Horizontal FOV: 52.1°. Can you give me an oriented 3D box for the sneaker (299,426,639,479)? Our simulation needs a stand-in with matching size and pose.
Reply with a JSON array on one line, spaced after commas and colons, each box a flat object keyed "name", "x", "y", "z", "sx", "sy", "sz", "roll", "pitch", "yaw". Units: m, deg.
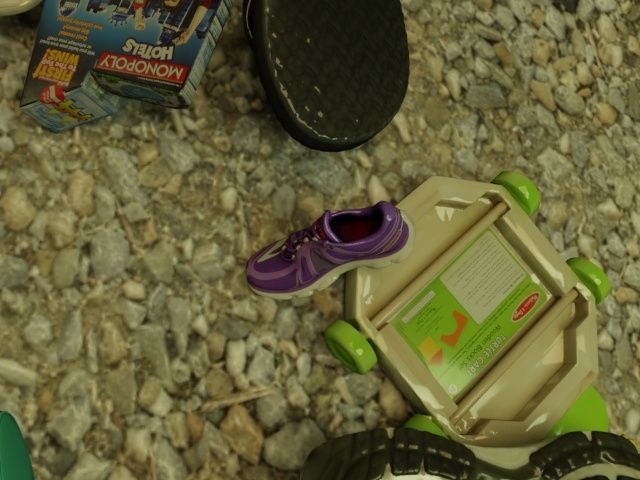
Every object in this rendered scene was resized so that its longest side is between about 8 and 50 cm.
[{"name": "sneaker", "x": 0.158, "y": 0.264, "z": 0.577, "sx": 0.411, "sy": 0.182, "sz": 0.158, "roll": 13, "pitch": 50, "yaw": -13}]

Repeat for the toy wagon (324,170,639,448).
[{"name": "toy wagon", "x": 0.177, "y": 0.103, "z": 0.664, "sx": 0.267, "sy": 0.068, "sz": 0.344, "roll": -40, "pitch": 91, "yaw": -19}]

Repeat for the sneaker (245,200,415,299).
[{"name": "sneaker", "x": 0.000, "y": 0.000, "z": 0.604, "sx": 0.170, "sy": 0.071, "sz": 0.068, "roll": -22, "pitch": 56, "yaw": 19}]

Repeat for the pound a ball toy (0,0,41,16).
[{"name": "pound a ball toy", "x": -0.395, "y": -0.329, "z": 0.542, "sx": 0.208, "sy": 0.136, "sz": 0.319, "roll": -26, "pitch": 75, "yaw": -42}]

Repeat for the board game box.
[{"name": "board game box", "x": -0.180, "y": -0.183, "z": 0.601, "sx": 0.194, "sy": 0.060, "sz": 0.194, "roll": 17, "pitch": 80, "yaw": 18}]

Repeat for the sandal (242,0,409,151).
[{"name": "sandal", "x": -0.010, "y": -0.268, "z": 0.677, "sx": 0.168, "sy": 0.107, "sz": 0.445, "roll": 11, "pitch": 60, "yaw": -30}]

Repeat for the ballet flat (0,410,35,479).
[{"name": "ballet flat", "x": -0.254, "y": 0.233, "z": 0.521, "sx": 0.070, "sy": 0.070, "sz": 0.188, "roll": -19, "pitch": 80, "yaw": -18}]
